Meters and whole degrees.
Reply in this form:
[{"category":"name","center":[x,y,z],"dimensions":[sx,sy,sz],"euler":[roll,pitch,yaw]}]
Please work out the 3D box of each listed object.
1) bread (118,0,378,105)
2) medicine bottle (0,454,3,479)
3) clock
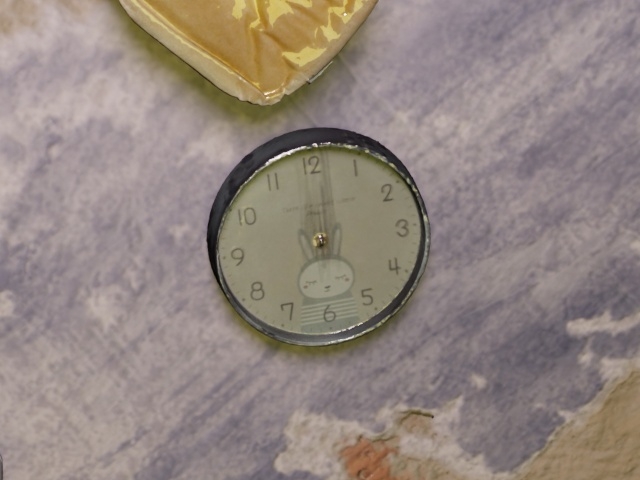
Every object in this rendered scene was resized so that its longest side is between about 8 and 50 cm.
[{"category":"bread","center":[-0.068,-0.237,1.177],"dimensions":[0.210,0.110,0.192],"euler":[34,107,-21]},{"category":"medicine bottle","center":[-0.331,0.234,1.316],"dimensions":[0.058,0.091,0.058],"euler":[-4,112,-10]},{"category":"clock","center":[0.000,0.000,1.321],"dimensions":[0.215,0.042,0.215],"euler":[-4,112,-10]}]
